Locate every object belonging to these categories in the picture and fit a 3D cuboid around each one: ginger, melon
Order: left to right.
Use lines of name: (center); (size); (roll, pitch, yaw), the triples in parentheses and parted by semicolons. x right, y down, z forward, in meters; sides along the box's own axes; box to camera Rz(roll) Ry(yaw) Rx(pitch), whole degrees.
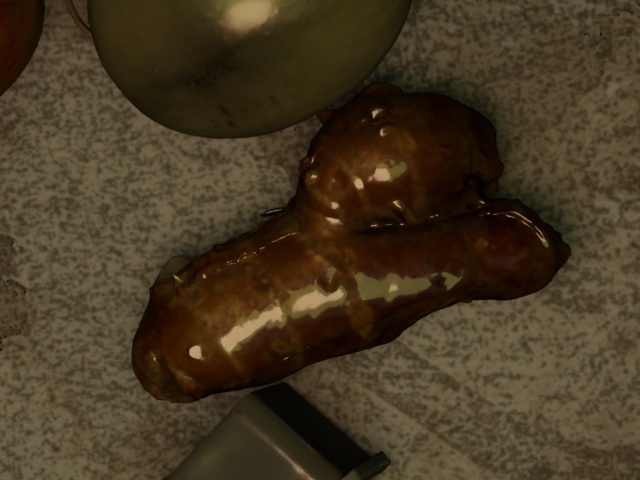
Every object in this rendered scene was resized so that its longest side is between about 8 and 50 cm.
melon: (-0.069, -0.223, 1.758); (0.308, 0.272, 0.272); (-39, 95, 26)
ginger: (0.000, 0.000, 1.836); (0.418, 0.176, 0.254); (-25, 84, 4)

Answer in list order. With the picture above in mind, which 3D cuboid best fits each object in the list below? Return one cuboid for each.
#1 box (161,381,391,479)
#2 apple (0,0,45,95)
box: (-0.046, 0.226, 1.839); (0.135, 0.243, 0.163); (44, 97, 9)
apple: (-0.397, -0.245, 1.737); (0.339, 0.339, 0.339); (0, 97, 2)
